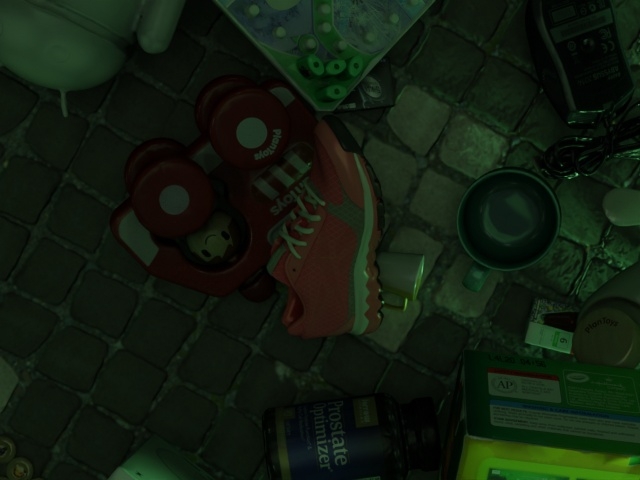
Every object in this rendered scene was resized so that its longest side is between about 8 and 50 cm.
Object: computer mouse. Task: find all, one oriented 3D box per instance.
[{"bbox_3d":[0.329,-0.222,1.499,0.188,0.072,0.272,-17,95,-19],"label":"computer mouse"}]

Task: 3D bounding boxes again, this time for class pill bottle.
[{"bbox_3d":[0.041,0.261,1.476,0.219,0.123,0.123,-9,89,1],"label":"pill bottle"}]

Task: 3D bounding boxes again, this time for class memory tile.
[{"bbox_3d":[-0.439,0.319,1.538,0.113,0.012,0.148,-43,89,0],"label":"memory tile"}]

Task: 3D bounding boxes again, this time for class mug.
[{"bbox_3d":[0.097,0.050,1.510,0.064,0.062,0.078,12,83,9],"label":"mug"},{"bbox_3d":[0.232,-0.024,1.485,0.158,0.097,0.129,-29,90,15],"label":"mug"}]

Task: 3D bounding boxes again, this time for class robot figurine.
[{"bbox_3d":[-0.302,-0.340,1.450,0.300,0.200,0.353,25,90,16],"label":"robot figurine"}]

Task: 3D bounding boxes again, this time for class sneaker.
[{"bbox_3d":[0.000,0.001,1.413,0.136,0.116,0.314,-13,123,-14],"label":"sneaker"}]

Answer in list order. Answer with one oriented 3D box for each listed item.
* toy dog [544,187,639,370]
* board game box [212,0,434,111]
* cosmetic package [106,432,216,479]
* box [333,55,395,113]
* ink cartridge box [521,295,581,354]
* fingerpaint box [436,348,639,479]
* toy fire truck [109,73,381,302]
[{"bbox_3d":[0.397,0.033,1.449,0.161,0.220,0.334,24,65,38],"label":"toy dog"},{"bbox_3d":[0.005,-0.427,1.423,0.390,0.050,0.390,46,73,-14],"label":"board game box"},{"bbox_3d":[-0.100,0.399,1.397,0.377,0.284,0.097,38,90,1],"label":"cosmetic package"},{"bbox_3d":[0.054,-0.206,1.533,0.083,0.018,0.067,-6,89,1],"label":"box"},{"bbox_3d":[0.329,0.117,1.519,0.115,0.029,0.063,14,89,2],"label":"ink cartridge box"},{"bbox_3d":[0.359,0.339,1.370,0.445,0.163,0.371,6,123,2],"label":"fingerpaint box"},{"bbox_3d":[-0.101,-0.053,1.474,0.302,0.169,0.254,-42,109,-1],"label":"toy fire truck"}]
